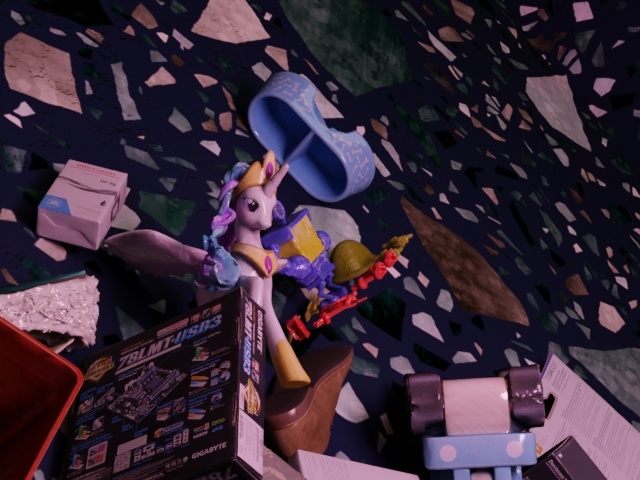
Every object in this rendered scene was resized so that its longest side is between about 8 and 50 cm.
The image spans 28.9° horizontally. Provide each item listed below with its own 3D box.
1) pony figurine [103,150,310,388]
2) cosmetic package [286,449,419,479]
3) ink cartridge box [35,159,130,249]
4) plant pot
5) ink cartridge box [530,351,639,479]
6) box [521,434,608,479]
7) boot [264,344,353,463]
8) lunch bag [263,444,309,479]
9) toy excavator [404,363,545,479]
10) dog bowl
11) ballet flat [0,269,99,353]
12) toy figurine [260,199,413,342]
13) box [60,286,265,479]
[{"bbox_3d":[-0.148,0.075,1.944,0.303,0.351,0.363,12,65,-34],"label":"pony figurine"},{"bbox_3d":[0.053,0.413,1.942,0.231,0.085,0.117,19,32,-25],"label":"cosmetic package"},{"bbox_3d":[-0.380,-0.070,2.015,0.104,0.060,0.180,14,37,3],"label":"ink cartridge box"},{"bbox_3d":[-0.486,0.230,1.464,0.267,0.236,0.267,37,36,-13],"label":"plant pot"},{"bbox_3d":[0.524,0.425,2.474,0.330,0.071,0.324,42,35,1],"label":"ink cartridge box"},{"bbox_3d":[0.448,0.507,2.202,0.261,0.184,0.103,52,35,10],"label":"box"},{"bbox_3d":[-0.015,0.269,2.073,0.305,0.112,0.115,-47,122,-60],"label":"boot"},{"bbox_3d":[-0.069,0.467,1.717,0.235,0.169,0.287,38,30,-11],"label":"lunch bag"},{"bbox_3d":[0.267,0.431,2.033,0.433,0.223,0.445,69,17,-83],"label":"toy excavator"},{"bbox_3d":[-0.026,-0.198,2.475,0.297,0.166,0.074,47,46,2],"label":"dog bowl"},{"bbox_3d":[-0.462,0.123,1.708,0.409,0.147,0.147,-6,59,-48],"label":"ballet flat"},{"bbox_3d":[0.000,0.000,2.225,0.217,0.191,0.362,54,30,-6],"label":"toy figurine"},{"bbox_3d":[-0.214,0.238,1.692,0.073,0.296,0.293,51,25,-36],"label":"box"}]
